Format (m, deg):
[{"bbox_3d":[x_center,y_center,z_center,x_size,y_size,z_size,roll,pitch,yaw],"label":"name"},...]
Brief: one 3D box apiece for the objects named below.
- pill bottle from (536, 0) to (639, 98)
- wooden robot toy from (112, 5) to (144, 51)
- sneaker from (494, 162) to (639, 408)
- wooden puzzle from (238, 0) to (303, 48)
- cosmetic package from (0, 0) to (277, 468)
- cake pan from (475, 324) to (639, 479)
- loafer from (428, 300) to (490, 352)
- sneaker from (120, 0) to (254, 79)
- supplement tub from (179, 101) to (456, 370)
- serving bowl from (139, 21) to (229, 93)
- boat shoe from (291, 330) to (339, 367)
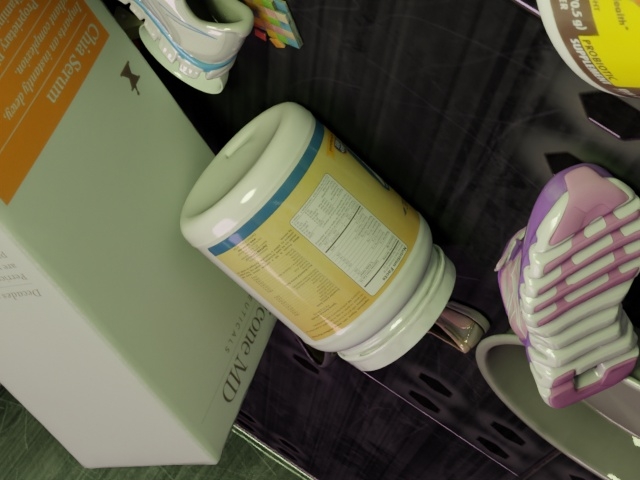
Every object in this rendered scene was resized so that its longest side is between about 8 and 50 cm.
[{"bbox_3d":[0.190,-0.107,0.503,0.117,0.117,0.215,46,161,-31],"label":"pill bottle"},{"bbox_3d":[-0.214,-0.183,1.207,0.173,0.076,0.079,-30,75,47],"label":"wooden robot toy"},{"bbox_3d":[0.167,0.020,0.963,0.236,0.095,0.104,78,168,-53],"label":"sneaker"},{"bbox_3d":[-0.039,-0.163,0.992,0.049,0.006,0.083,27,161,28],"label":"wooden puzzle"},{"bbox_3d":[-0.220,-0.033,1.117,0.161,0.230,0.453,-7,135,33],"label":"cosmetic package"},{"bbox_3d":[0.270,0.151,1.165,0.293,0.054,0.293,32,163,11],"label":"cake pan"},{"bbox_3d":[0.105,0.075,1.304,0.125,0.039,0.045,16,156,48],"label":"loafer"},{"bbox_3d":[-0.122,-0.201,0.972,0.190,0.071,0.083,37,150,-12],"label":"sneaker"},{"bbox_3d":[0.000,0.000,1.121,0.199,0.144,0.144,42,162,-20],"label":"supplement tub"},{"bbox_3d":[-0.106,-0.156,1.106,0.083,0.027,0.083,33,163,11],"label":"serving bowl"},{"bbox_3d":[-0.021,0.036,1.352,0.103,0.092,0.285,25,160,33],"label":"boat shoe"}]
